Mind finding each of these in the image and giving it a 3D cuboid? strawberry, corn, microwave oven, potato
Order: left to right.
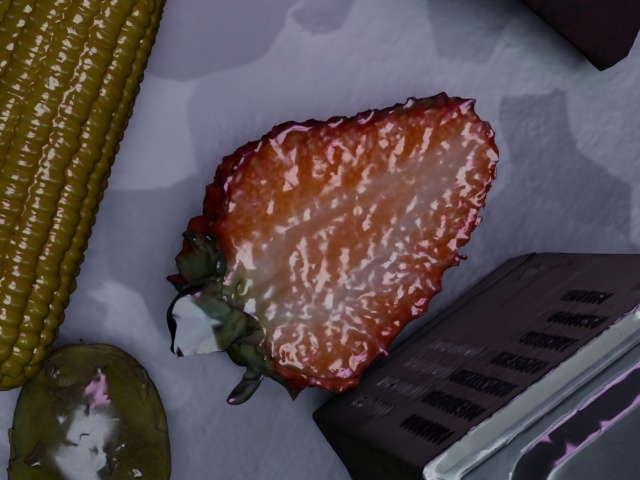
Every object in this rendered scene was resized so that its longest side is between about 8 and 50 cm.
[{"bbox_3d":[-0.201,-0.068,0.917,0.131,0.131,0.344,19,85,-9],"label":"corn"},{"bbox_3d":[-0.165,0.184,0.961,0.117,0.090,0.226,-5,92,-3],"label":"potato"},{"bbox_3d":[0.000,0.000,0.969,0.286,0.106,0.188,-36,102,-17],"label":"strawberry"},{"bbox_3d":[0.223,0.218,0.897,0.247,0.333,0.394,-36,98,-13],"label":"microwave oven"}]

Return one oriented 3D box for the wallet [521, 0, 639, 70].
[{"bbox_3d":[0.168,-0.253,0.951,0.229,0.049,0.182,29,78,-33],"label":"wallet"}]
